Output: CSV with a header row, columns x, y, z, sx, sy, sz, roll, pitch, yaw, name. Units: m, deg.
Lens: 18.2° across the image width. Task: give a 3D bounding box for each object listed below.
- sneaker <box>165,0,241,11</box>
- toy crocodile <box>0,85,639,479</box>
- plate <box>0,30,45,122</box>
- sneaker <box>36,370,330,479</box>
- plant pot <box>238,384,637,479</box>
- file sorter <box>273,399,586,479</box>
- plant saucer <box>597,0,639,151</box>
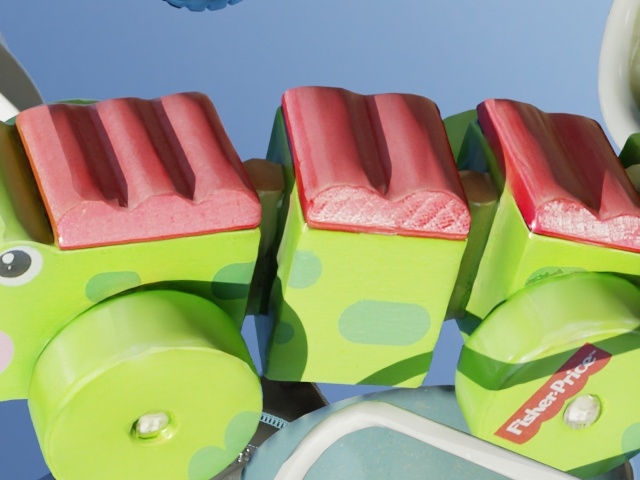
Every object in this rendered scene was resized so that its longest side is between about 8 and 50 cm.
x,y,z,sx,sy,sz,roll,pitch,yaw,name
-0.027,-0.209,1.299,0.071,0.190,0.083,67,163,10,sneaker
0.000,0.000,0.590,0.340,0.105,0.115,-1,-140,-17,toy crocodile
-0.288,-0.165,1.096,0.045,0.277,0.278,-54,-50,-17,plate
-0.147,0.198,1.688,0.341,0.125,0.140,-13,-120,-15,sneaker
0.085,0.260,1.388,0.290,0.290,0.195,34,-140,-36,plant pot
0.097,0.187,0.567,0.277,0.173,0.193,35,169,-33,file sorter
0.349,-0.177,1.221,0.100,0.400,0.400,37,-149,-24,plant saucer
